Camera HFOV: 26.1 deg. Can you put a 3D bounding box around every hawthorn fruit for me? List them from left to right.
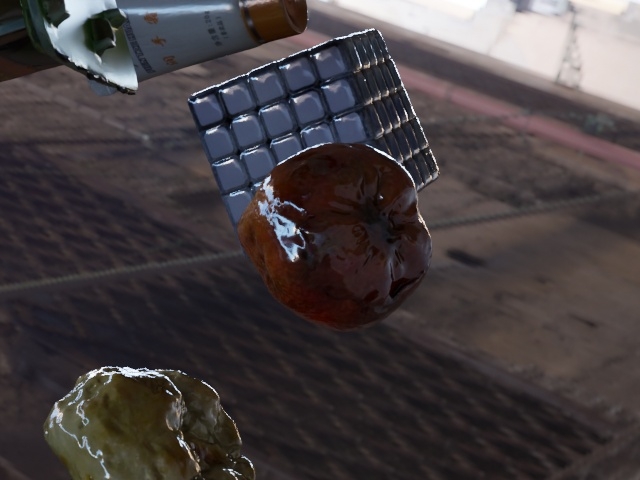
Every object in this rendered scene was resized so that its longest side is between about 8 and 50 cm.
[{"bbox_3d":[0.005,-0.004,1.227,0.173,0.179,0.173,-26,-55,-45],"label":"hawthorn fruit"}]

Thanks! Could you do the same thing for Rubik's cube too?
[{"bbox_3d":[-0.005,-0.132,1.865,0.236,0.238,0.237,69,-160,-5],"label":"Rubik's cube"}]

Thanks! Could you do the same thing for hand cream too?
[{"bbox_3d":[-0.174,-0.271,1.699,0.139,0.314,0.089,65,-151,-28],"label":"hand cream"}]

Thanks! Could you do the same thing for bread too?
[{"bbox_3d":[-0.162,0.222,1.401,0.134,0.244,0.244,-38,-25,14],"label":"bread"}]

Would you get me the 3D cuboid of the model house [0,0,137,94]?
[{"bbox_3d":[-0.333,-0.208,1.090,0.358,0.313,0.242,-40,-62,-86],"label":"model house"}]
